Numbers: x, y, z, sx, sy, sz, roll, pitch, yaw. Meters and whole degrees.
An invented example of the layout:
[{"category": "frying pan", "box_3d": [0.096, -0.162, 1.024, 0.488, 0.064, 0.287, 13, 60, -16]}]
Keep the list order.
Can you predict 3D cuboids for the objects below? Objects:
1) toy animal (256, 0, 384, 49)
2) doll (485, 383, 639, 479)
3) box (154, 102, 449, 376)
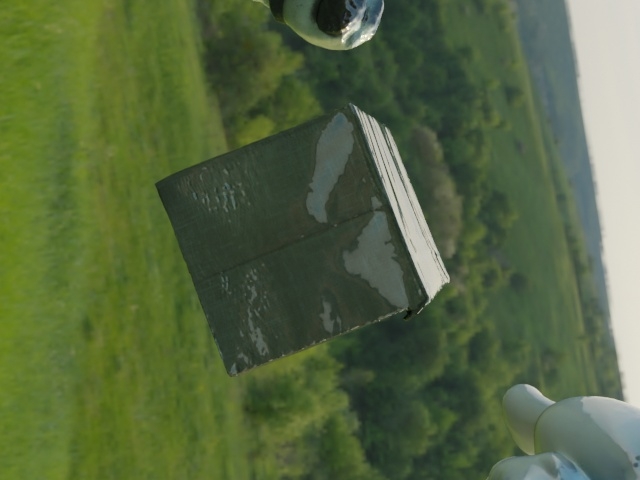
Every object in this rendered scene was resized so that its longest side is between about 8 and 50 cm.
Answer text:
[{"category": "toy animal", "box_3d": [-0.005, -0.300, 1.355, 0.094, 0.225, 0.121, 13, 105, -48]}, {"category": "doll", "box_3d": [0.229, 0.271, 1.041, 0.366, 0.376, 0.187, -30, 96, -31]}, {"category": "box", "box_3d": [0.000, 0.000, 0.869, 0.231, 0.149, 0.155, -17, 85, -80]}]
